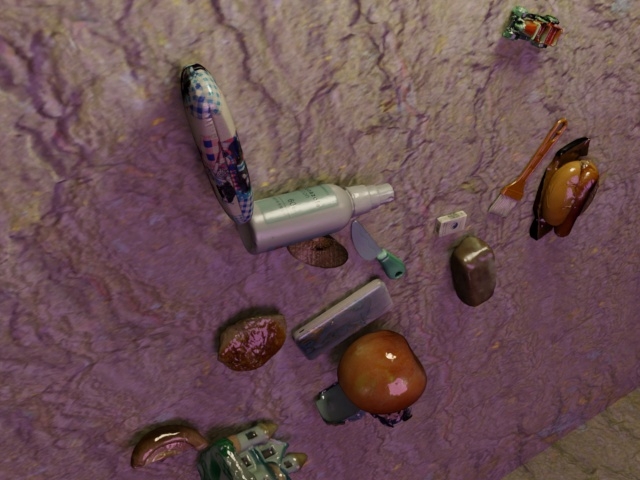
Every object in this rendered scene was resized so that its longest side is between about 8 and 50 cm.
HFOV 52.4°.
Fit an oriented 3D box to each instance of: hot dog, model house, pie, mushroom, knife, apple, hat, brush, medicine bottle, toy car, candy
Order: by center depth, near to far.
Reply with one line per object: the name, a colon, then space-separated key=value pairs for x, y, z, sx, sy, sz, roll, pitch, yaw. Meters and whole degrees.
medicine bottle: x=-0.001 y=-0.064 z=1.408 sx=0.352 sy=0.110 sz=0.110 roll=-16 pitch=134 yaw=-23
toy car: x=0.462 y=-0.460 z=1.415 sx=0.143 sy=0.054 sz=0.073 roll=0 pitch=126 yaw=-36
hat: x=0.000 y=0.000 z=1.510 sx=0.146 sy=0.067 sz=0.146 roll=10 pitch=149 yaw=6
pie: x=-0.166 y=0.246 z=1.602 sx=0.194 sy=0.079 sz=0.163 roll=-32 pitch=135 yaw=-7
knife: x=0.136 y=0.029 z=1.654 sx=0.063 sy=0.034 sz=0.260 roll=-39 pitch=133 yaw=12
mushroom: x=-0.394 y=0.525 z=1.695 sx=0.210 sy=0.072 sz=0.094 roll=-9 pitch=133 yaw=-33
brush: x=0.567 y=-0.193 z=1.757 sx=0.090 sy=0.017 sz=0.314 roll=12 pitch=118 yaw=-41
apple: x=0.170 y=0.377 z=1.843 sx=0.254 sy=0.253 sz=0.253 roll=-19 pitch=135 yaw=-20
hot dog: x=0.719 y=-0.120 z=1.858 sx=0.194 sy=0.107 sz=0.325 roll=-27 pitch=138 yaw=-13
candy: x=0.439 y=0.091 z=1.859 sx=0.104 sy=0.102 sz=0.233 roll=-30 pitch=136 yaw=-8
model house: x=-0.143 y=0.659 z=1.867 sx=0.325 sy=0.267 sz=0.194 roll=-12 pitch=147 yaw=-43
model house: x=0.075 y=0.514 z=1.988 sx=0.148 sy=0.119 sz=0.148 roll=-32 pitch=146 yaw=-7

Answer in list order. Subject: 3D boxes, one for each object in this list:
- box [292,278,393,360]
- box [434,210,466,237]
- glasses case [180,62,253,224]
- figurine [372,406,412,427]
box: x=0.063 y=0.214 z=1.756 sx=0.285 sy=0.044 sz=0.142 roll=-33 pitch=143 yaw=-4
box: x=0.346 y=-0.044 z=1.732 sx=0.083 sy=0.024 sz=0.054 roll=-16 pitch=132 yaw=-21
glasses case: x=-0.183 y=-0.166 z=1.180 sx=0.076 sy=0.125 sz=0.327 roll=-19 pitch=136 yaw=-7
figurine: x=0.230 y=0.500 z=2.071 sx=0.146 sy=0.145 sz=0.222 roll=-26 pitch=147 yaw=-13
